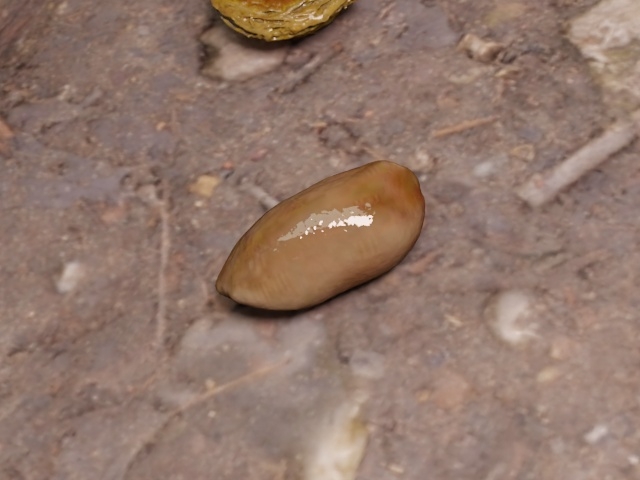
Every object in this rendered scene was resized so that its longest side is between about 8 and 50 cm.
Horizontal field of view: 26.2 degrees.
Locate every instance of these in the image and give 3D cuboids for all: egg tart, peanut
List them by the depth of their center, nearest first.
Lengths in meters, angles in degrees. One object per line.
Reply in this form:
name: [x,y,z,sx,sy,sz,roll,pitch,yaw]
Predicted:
peanut: [0.000,0.000,0.908,0.152,0.076,0.076,-28,52,-3]
egg tart: [-0.022,-0.198,1.080,0.130,0.052,0.130,-7,50,9]
